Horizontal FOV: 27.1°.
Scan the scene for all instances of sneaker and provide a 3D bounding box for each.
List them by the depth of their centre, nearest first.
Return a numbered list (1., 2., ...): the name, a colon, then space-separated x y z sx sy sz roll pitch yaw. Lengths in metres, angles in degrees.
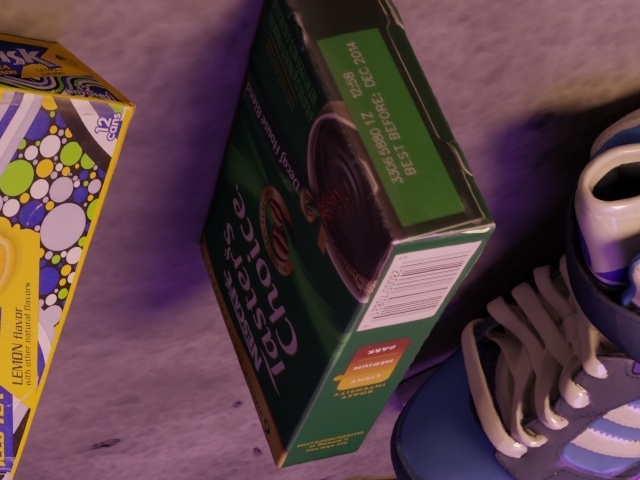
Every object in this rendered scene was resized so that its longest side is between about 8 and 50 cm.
1. sneaker: 0.132 0.028 0.653 0.323 0.130 0.236 -26 144 21

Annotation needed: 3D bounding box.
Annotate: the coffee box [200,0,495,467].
1. coffee box: 0.000 0.000 0.494 0.040 0.113 0.184 -12 154 -20

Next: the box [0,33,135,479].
1. box: -0.120 0.020 0.426 0.059 0.054 0.169 3 116 -41

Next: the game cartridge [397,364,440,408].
1. game cartridge: 0.090 0.089 0.841 0.083 0.017 0.056 -21 158 0
